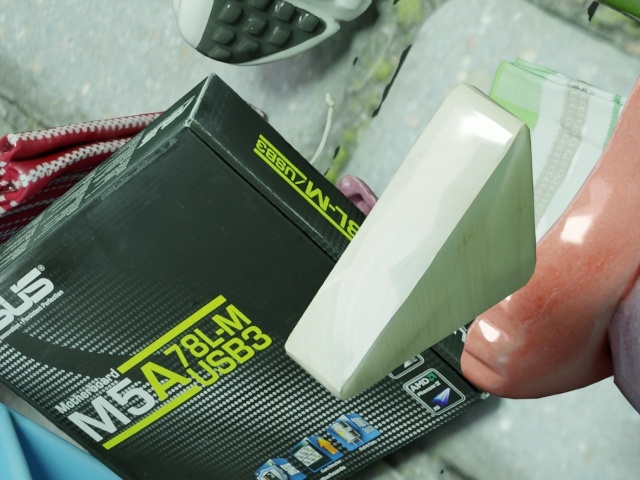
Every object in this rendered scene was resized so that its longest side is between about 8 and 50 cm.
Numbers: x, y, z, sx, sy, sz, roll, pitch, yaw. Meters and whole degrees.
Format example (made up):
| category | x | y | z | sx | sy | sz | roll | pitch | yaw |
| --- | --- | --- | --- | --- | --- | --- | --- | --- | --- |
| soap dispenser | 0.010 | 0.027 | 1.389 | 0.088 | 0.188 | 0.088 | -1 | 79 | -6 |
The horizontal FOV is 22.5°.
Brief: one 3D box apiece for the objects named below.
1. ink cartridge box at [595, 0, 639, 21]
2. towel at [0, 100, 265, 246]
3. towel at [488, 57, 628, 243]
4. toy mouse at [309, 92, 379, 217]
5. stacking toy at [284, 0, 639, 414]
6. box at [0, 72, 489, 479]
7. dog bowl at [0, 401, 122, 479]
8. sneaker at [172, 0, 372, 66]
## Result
| category | x | y | z | sx | sy | sz | roll | pitch | yaw |
| --- | --- | --- | --- | --- | --- | --- | --- | --- | --- |
| ink cartridge box | 0.220 | -0.203 | 0.626 | 0.224 | 0.045 | 0.223 | 2 | 81 | 44 |
| towel | -0.173 | 0.017 | 0.858 | 0.275 | 0.199 | 0.031 | -37 | 79 | 32 |
| towel | 0.113 | -0.011 | 0.695 | 0.152 | 0.023 | 0.113 | 28 | 98 | 45 |
| toy mouse | 0.000 | 0.000 | 0.798 | 0.161 | 0.031 | 0.143 | 3 | 81 | 45 |
| stacking toy | 0.157 | -0.041 | 0.453 | 0.130 | 0.279 | 0.309 | 39 | 115 | 24 |
| box | -0.049 | 0.042 | 0.735 | 0.191 | 0.184 | 0.045 | -34 | 25 | 33 |
| dog bowl | -0.160 | 0.128 | 0.750 | 0.074 | 0.297 | 0.166 | -54 | 24 | 3 |
| sneaker | 0.007 | -0.223 | 0.813 | 0.118 | 0.110 | 0.292 | 31 | 93 | 53 |
